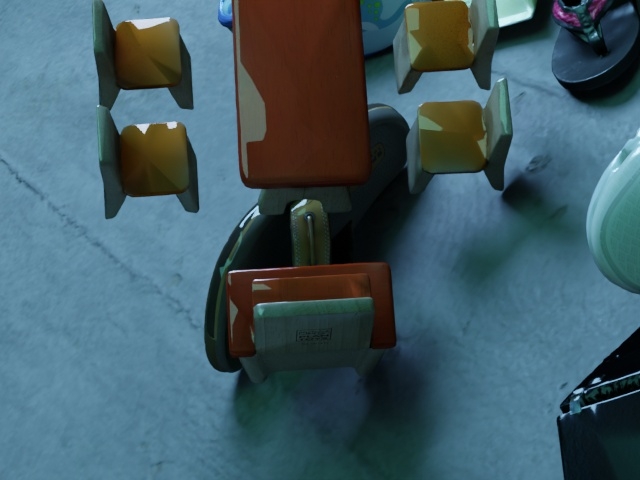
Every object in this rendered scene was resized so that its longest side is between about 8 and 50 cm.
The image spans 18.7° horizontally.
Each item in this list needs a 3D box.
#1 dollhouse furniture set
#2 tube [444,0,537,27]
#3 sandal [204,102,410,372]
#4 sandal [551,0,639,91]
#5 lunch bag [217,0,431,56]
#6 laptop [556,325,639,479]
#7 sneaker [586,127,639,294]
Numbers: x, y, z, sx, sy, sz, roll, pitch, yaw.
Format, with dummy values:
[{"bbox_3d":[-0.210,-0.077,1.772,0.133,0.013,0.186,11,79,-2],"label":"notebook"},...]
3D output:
[{"bbox_3d":[-0.010,-0.053,1.205,0.262,0.135,0.259,-4,69,-2],"label":"dollhouse furniture set"},{"bbox_3d":[0.145,-0.243,1.454,0.070,0.062,0.240,107,-179,-57],"label":"tube"},{"bbox_3d":[0.000,0.000,1.301,0.060,0.090,0.219,28,63,33],"label":"sandal"},{"bbox_3d":[0.186,-0.167,1.324,0.067,0.040,0.179,-18,38,29],"label":"sandal"},{"bbox_3d":[0.025,-0.239,1.542,0.176,0.090,0.219,-9,45,36],"label":"lunch bag"},{"bbox_3d":[0.249,0.094,0.930,0.234,0.137,0.264,-21,4,28],"label":"laptop"},{"bbox_3d":[0.264,-0.043,1.002,0.292,0.110,0.118,-25,14,26],"label":"sneaker"}]
